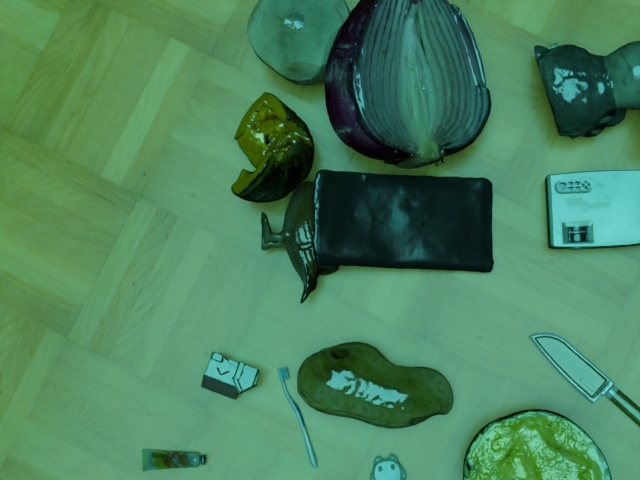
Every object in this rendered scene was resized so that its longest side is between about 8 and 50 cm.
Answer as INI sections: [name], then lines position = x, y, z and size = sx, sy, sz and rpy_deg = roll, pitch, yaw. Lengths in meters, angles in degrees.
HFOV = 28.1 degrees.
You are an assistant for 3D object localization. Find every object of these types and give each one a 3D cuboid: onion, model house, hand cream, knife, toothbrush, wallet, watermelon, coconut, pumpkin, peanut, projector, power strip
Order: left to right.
[hand cream]
position = -0.227, 0.339, 1.971
size = 0.102, 0.022, 0.035
rpy_deg = -2, 89, 10
[model house]
position = -0.136, 0.211, 1.956
size = 0.083, 0.057, 0.058
rpy_deg = 21, 82, 5
[pumpkin]
position = -0.066, -0.127, 1.943
size = 0.119, 0.107, 0.183
rpy_deg = -34, 36, 37
[toothbrush]
position = -0.035, 0.272, 1.963
size = 0.017, 0.014, 0.162
rpy_deg = -20, 83, 22
[coconut]
position = -0.029, -0.323, 1.942
size = 0.161, 0.162, 0.161
rpy_deg = 0, 85, 5
[peanut]
position = 0.082, 0.216, 1.911
size = 0.236, 0.120, 0.110
rpy_deg = 8, 121, 1
[power strip]
position = 0.103, 0.366, 1.930
size = 0.055, 0.035, 0.083
rpy_deg = -9, 82, 4
[onion]
position = 0.105, -0.276, 1.902
size = 0.267, 0.159, 0.349
rpy_deg = -2, 87, -39
[wallet]
position = 0.125, -0.029, 1.932
size = 0.285, 0.030, 0.146
rpy_deg = 2, 88, -12
[watermelon]
position = 0.317, 0.357, 1.863
size = 0.204, 0.127, 0.232
rpy_deg = -40, 81, 0
[projector]
position = 0.415, -0.045, 1.925
size = 0.147, 0.061, 0.115
rpy_deg = -3, 83, 5
[knife]
position = 0.418, 0.222, 1.920
size = 0.256, 0.022, 0.046
rpy_deg = 41, 94, 8

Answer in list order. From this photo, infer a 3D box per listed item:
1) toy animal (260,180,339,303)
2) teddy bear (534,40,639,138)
[toy animal]
position = 0.000, 0.000, 1.954
size = 0.179, 0.089, 0.188
rpy_deg = -6, 80, -8
[teddy bear]
position = 0.447, -0.219, 1.903
size = 0.251, 0.144, 0.171
rpy_deg = -2, 88, 14
